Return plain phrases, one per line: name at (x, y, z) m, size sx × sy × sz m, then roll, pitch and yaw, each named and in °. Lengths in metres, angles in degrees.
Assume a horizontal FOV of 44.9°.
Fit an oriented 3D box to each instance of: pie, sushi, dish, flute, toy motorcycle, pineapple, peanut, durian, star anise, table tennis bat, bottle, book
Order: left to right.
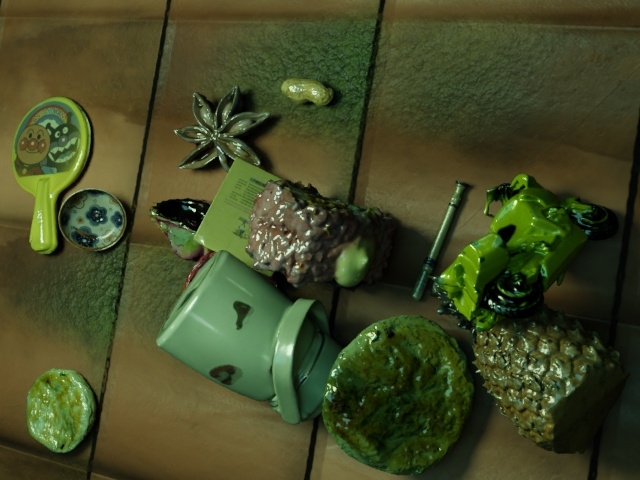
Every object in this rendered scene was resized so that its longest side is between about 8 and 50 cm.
table tennis bat at (-0.623, -0.152, 1.763) m, size 0.224 × 0.054 × 0.368 m, roll -4°, pitch 79°, yaw 23°
pie at (-0.568, 0.368, 1.688) m, size 0.187 × 0.041 × 0.186 m, roll -2°, pitch 84°, yaw 23°
dish at (-0.495, -0.054, 1.690) m, size 0.141 × 0.078 × 0.141 m, roll -4°, pitch 108°, yaw -12°
durian at (-0.258, -0.015, 1.586) m, size 0.187 × 0.119 × 0.108 m, roll 23°, pitch 131°, yaw 26°
star anise at (-0.198, -0.225, 1.581) m, size 0.212 × 0.073 × 0.196 m, roll 15°, pitch 94°, yaw 21°
book at (-0.130, -0.046, 1.498) m, size 0.168 × 0.013 × 0.192 m, roll 26°, pitch 73°, yaw 0°
bottle at (-0.092, 0.191, 1.380) m, size 0.352 × 0.229 × 0.229 m, roll 36°, pitch 100°, yaw -9°
peanut at (-0.026, -0.294, 1.530) m, size 0.113 × 0.054 × 0.053 m, roll 14°, pitch 90°, yaw 23°
sushi at (0.000, 0.000, 1.368) m, size 0.237 × 0.270 × 0.170 m, roll 24°, pitch 98°, yaw 36°
pie at (0.139, 0.267, 1.325) m, size 0.277 × 0.078 × 0.276 m, roll -1°, pitch 97°, yaw -10°
flute at (0.215, 0.002, 1.409) m, size 0.027 × 0.027 × 0.233 m, roll 23°, pitch 93°, yaw 23°
pineapple at (0.321, 0.169, 1.280) m, size 0.202 × 0.202 × 0.362 m, roll -52°, pitch 50°, yaw 10°
toy motorcycle at (0.321, 0.001, 1.242) m, size 0.206 × 0.342 × 0.142 m, roll 21°, pitch 133°, yaw 38°

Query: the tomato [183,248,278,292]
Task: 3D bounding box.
tomato at (-0.177, 0.105, 1.529) m, size 0.189 × 0.099 × 0.173 m, roll 33°, pitch 83°, yaw -13°
